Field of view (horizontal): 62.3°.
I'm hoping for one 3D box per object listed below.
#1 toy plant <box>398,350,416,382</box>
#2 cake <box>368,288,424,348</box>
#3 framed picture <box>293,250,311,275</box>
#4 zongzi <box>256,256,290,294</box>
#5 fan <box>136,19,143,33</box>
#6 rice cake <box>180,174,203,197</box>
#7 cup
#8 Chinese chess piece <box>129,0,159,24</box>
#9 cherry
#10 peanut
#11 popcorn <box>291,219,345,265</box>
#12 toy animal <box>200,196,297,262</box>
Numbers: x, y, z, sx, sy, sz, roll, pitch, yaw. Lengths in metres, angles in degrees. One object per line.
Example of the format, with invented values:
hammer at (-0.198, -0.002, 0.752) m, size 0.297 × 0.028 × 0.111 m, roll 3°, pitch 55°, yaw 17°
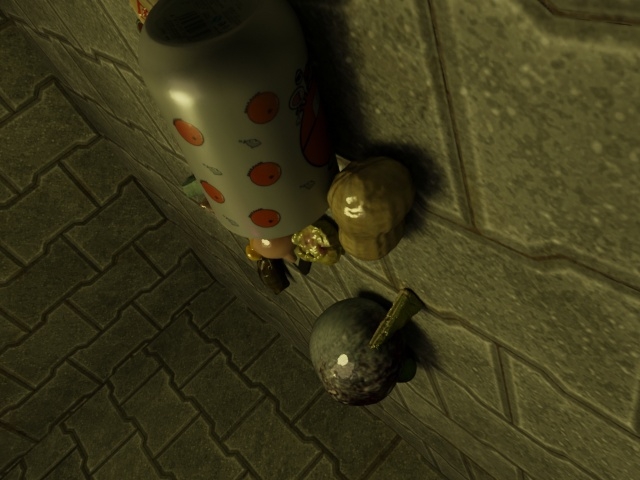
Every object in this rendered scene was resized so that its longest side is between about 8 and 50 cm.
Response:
toy plant at (0.180, 0.317, 1.414) m, size 0.092 × 0.093 × 0.162 m, roll 54°, pitch 162°, yaw -25°
cake at (0.152, 0.167, 1.065) m, size 0.055 × 0.140 × 0.051 m, roll 34°, pitch 175°, yaw -12°
framed picture at (-0.152, -0.050, 1.495) m, size 0.347 × 0.016 × 0.265 m, roll 43°, pitch 164°, yaw 9°
zongzi at (-0.191, 0.066, 1.777) m, size 0.184 × 0.084 × 0.187 m, roll 45°, pitch 160°, yaw 41°
fan at (-0.364, -0.422, 1.151) m, size 0.085 × 0.005 × 0.133 m, roll 42°, pitch 162°, yaw 13°
rice cake at (-0.376, -0.177, 1.657) m, size 0.063 × 0.066 × 0.336 m, roll 52°, pitch 162°, yaw -18°
cup at (-0.104, -0.175, 0.727) m, size 0.212 × 0.212 × 0.317 m, roll 36°, pitch 160°, yaw 31°
Chinese chess piece at (-0.277, -0.396, 0.917) m, size 0.122 × 0.051 × 0.122 m, roll 41°, pitch 163°, yaw 16°
cherry at (0.089, 0.263, 1.277) m, size 0.296 × 0.218 × 0.254 m, roll 116°, pitch 147°, yaw -51°
peanut at (0.071, -0.043, 0.792) m, size 0.124 × 0.123 × 0.256 m, roll 42°, pitch 167°, yaw 14°
popcorn at (0.001, 0.001, 1.128) m, size 0.109 × 0.089 × 0.096 m, roll 31°, pitch 124°, yaw 18°
toy animal at (-0.132, -0.052, 1.198) m, size 0.248 × 0.165 × 0.149 m, roll 44°, pitch 160°, yaw -15°
